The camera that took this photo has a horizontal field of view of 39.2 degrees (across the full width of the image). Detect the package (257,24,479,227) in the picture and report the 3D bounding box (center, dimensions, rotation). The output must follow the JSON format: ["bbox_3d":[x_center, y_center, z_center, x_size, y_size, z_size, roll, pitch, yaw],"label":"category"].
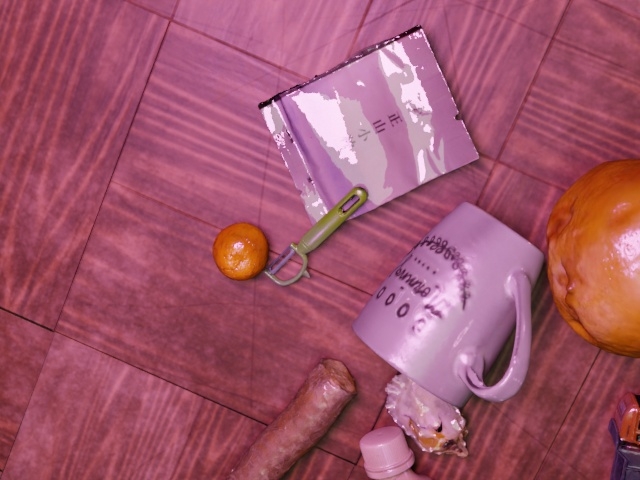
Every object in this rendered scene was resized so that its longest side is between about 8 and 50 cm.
[{"bbox_3d":[0.064,-0.152,1.236,0.250,0.062,0.204,-24,96,12],"label":"package"}]

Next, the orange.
[{"bbox_3d":[-0.114,0.015,1.281,0.083,0.070,0.083,0,111,0],"label":"orange"}]

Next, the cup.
[{"bbox_3d":[0.199,0.093,1.178,0.186,0.258,0.234,31,97,-37],"label":"cup"}]

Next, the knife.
[{"bbox_3d":[0.000,0.000,1.259,0.054,0.015,0.212,45,122,-1],"label":"knife"}]

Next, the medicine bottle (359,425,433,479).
[{"bbox_3d":[0.124,0.396,1.301,0.114,0.114,0.252,-17,98,8],"label":"medicine bottle"}]

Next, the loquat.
[{"bbox_3d":[0.434,0.023,1.138,0.283,0.276,0.276,0,101,-15],"label":"loquat"}]

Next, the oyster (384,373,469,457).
[{"bbox_3d":[0.161,0.245,1.306,0.146,0.045,0.122,18,104,10],"label":"oyster"}]

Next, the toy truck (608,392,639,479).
[{"bbox_3d":[0.454,0.312,1.270,0.092,0.083,0.192,9,102,9],"label":"toy truck"}]

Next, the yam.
[{"bbox_3d":[-0.072,0.328,1.330,0.081,0.081,0.357,36,102,-1],"label":"yam"}]
